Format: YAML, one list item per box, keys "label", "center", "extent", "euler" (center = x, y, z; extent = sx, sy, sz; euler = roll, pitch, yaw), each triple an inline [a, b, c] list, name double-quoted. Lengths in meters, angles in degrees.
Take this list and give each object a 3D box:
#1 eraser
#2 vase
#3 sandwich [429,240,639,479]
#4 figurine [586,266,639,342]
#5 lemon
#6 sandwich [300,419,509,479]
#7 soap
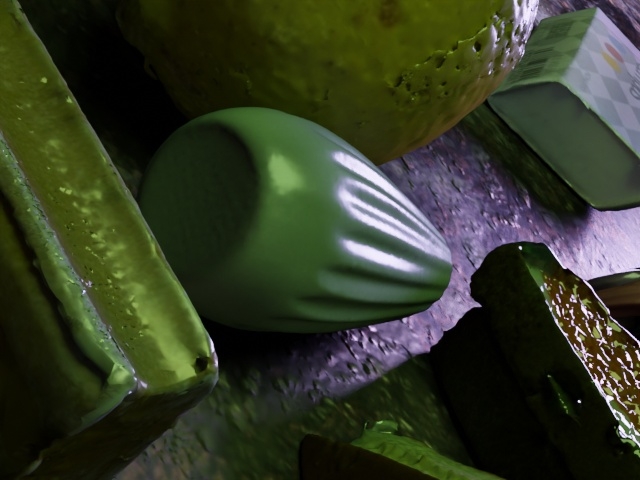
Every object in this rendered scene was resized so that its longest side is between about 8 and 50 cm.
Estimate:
- label: "eraser"
  center: [0.335, -0.175, 1.418]
  extent: [0.213, 0.082, 0.397]
  euler: [45, 29, -4]
- label: "vase"
  center: [0.000, 0.000, 0.724]
  extent: [0.248, 0.128, 0.128]
  euler: [18, 39, -55]
- label: "sandwich"
  center: [0.193, 0.137, 0.827]
  extent: [0.292, 0.109, 0.212]
  euler: [51, 22, 3]
- label: "figurine"
  center: [0.272, 0.093, 0.974]
  extent: [0.114, 0.126, 0.157]
  euler: [-27, 68, -16]
- label: "lemon"
  center: [0.006, -0.174, 0.799]
  extent: [0.310, 0.258, 0.258]
  euler: [-23, 70, -29]
- label: "sandwich"
  center: [0.079, 0.178, 0.607]
  extent: [0.122, 0.128, 0.235]
  euler: [25, -7, -35]
- label: "soap"
  center: [-0.162, -0.009, 0.470]
  extent: [0.080, 0.160, 0.258]
  euler: [-2, 56, -56]
